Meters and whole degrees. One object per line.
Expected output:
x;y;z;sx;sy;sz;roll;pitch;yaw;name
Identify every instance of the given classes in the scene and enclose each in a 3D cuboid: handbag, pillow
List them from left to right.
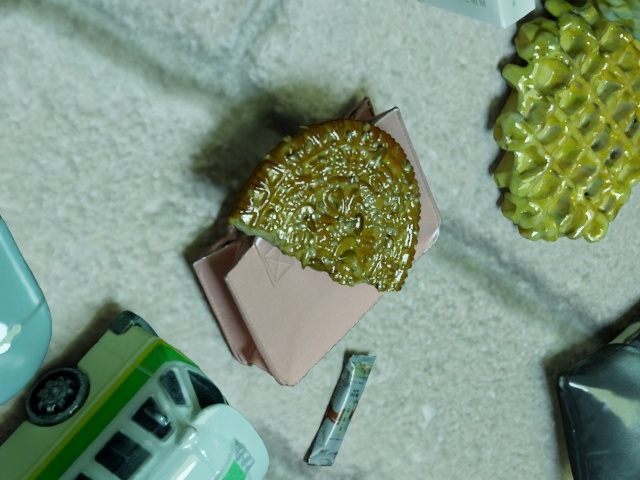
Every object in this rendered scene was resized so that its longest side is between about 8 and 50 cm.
0.000;0.000;1.401;0.212;0.059;0.157;-45;135;-22;handbag
0.341;0.159;1.783;0.250;0.106;0.186;-34;122;-34;pillow

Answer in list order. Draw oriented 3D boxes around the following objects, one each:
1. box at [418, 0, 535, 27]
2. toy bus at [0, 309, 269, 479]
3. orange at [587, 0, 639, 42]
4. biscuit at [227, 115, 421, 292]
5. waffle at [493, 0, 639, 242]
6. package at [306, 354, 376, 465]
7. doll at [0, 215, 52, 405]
0.112;-0.253;1.362;0.048;0.100;0.152;-36;131;-32;box
-0.167;0.204;1.254;0.276;0.165;0.133;-48;136;-16;toy bus
0.287;-0.304;1.418;0.271;0.210;0.369;-68;155;-8;orange
0.020;-0.031;1.342;0.206;0.025;0.126;23;91;-46;biscuit
0.253;-0.118;1.600;0.249;0.056;0.253;-30;126;-31;waffle
0.019;0.150;1.523;0.037;0.015;0.110;12;101;-52;package
-0.305;0.091;1.059;0.261;0.177;0.161;-43;133;-28;doll
